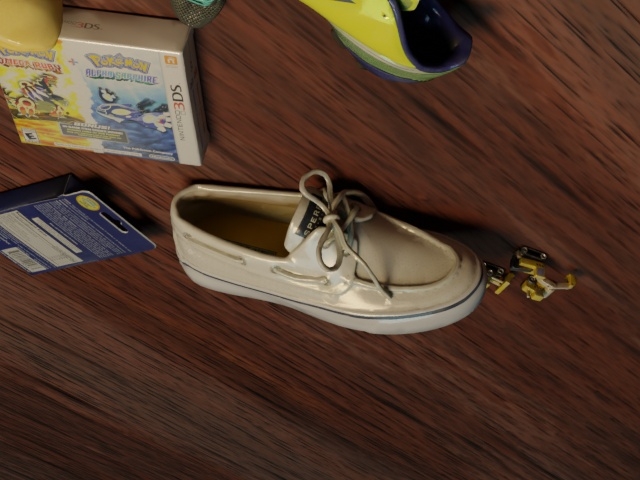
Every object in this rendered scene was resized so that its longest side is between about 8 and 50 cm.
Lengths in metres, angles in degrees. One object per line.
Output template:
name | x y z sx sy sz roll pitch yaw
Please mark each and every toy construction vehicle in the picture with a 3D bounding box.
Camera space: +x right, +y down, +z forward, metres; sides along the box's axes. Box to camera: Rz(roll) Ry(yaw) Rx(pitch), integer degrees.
toy construction vehicle | 0.238 0.047 1.414 0.098 0.035 0.086 20 148 -14

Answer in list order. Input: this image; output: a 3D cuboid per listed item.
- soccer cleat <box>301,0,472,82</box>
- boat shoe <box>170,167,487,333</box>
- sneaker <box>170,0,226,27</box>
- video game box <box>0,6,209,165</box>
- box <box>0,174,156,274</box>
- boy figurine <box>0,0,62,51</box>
soccer cleat | 0.020 -0.222 0.979 0.121 0.094 0.289 8 162 45
boat shoe | 0.001 -0.007 1.332 0.367 0.136 0.156 12 147 18
sneaker | -0.103 -0.230 1.038 0.064 0.076 0.166 17 149 -7
video game box | -0.222 -0.157 1.226 0.205 0.048 0.187 7 146 6
box | -0.321 -0.019 1.490 0.225 0.037 0.136 -10 143 33
boy figurine | -0.369 -0.249 1.083 0.285 0.092 0.177 15 148 -8
